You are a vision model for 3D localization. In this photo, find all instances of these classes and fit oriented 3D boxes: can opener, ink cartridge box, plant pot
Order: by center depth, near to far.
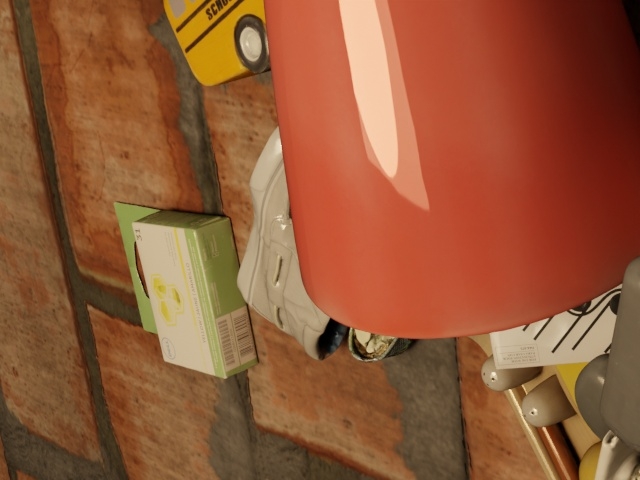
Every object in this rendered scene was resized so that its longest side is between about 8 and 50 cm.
[{"bbox_3d":[0.193,0.082,0.816,0.093,0.074,0.280,46,160,27],"label":"can opener"},{"bbox_3d":[0.085,-0.109,0.867,0.275,0.275,0.243,16,130,48],"label":"plant pot"},{"bbox_3d":[0.215,0.028,0.914,0.207,0.046,0.097,-8,103,20],"label":"ink cartridge box"},{"bbox_3d":[-0.172,0.050,1.503,0.235,0.056,0.171,7,114,48],"label":"ink cartridge box"}]

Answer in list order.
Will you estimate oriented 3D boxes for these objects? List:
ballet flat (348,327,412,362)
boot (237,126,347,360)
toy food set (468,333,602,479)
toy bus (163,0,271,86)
[{"bbox_3d":[0.066,0.040,1.181,0.070,0.070,0.188,43,137,31],"label":"ballet flat"},{"bbox_3d":[0.000,0.000,1.238,0.123,0.095,0.258,42,145,23],"label":"boot"},{"bbox_3d":[0.216,0.169,1.028,0.219,0.092,0.306,-35,79,54],"label":"toy food set"},{"bbox_3d":[-0.001,-0.232,1.093,0.332,0.108,0.130,-31,81,54],"label":"toy bus"}]
